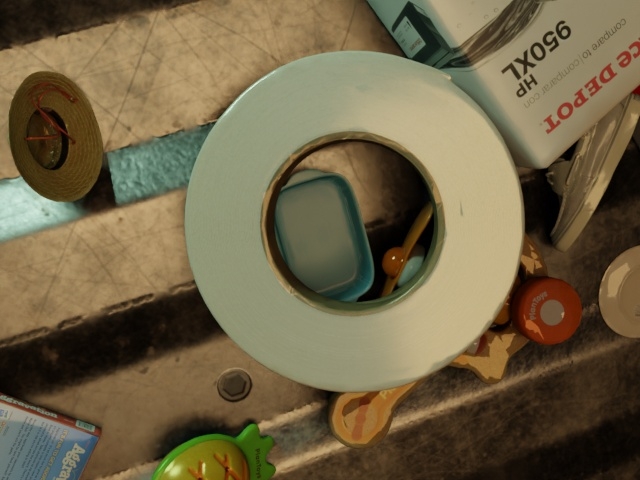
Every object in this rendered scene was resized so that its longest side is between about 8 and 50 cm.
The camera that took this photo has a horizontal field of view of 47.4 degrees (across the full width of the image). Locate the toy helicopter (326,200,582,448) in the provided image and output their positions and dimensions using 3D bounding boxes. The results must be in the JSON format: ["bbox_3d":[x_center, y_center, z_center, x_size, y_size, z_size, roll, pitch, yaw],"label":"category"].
[{"bbox_3d":[0.134,0.112,0.929,0.355,0.140,0.235,-45,99,-4],"label":"toy helicopter"}]

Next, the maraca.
[{"bbox_3d":[-0.134,0.304,0.926,0.185,0.099,0.127,-12,107,-38],"label":"maraca"}]

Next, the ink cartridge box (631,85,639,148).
[{"bbox_3d":[0.584,-0.206,0.980,0.309,0.130,0.272,-39,105,-4],"label":"ink cartridge box"}]

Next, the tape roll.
[{"bbox_3d":[0.038,-0.021,0.846,0.391,0.072,0.392,0,95,5],"label":"tape roll"}]

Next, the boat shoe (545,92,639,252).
[{"bbox_3d":[0.348,-0.096,0.975,0.081,0.079,0.228,25,112,17],"label":"boat shoe"}]

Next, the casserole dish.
[{"bbox_3d":[0.000,0.000,0.928,0.114,0.037,0.189,-18,103,-9],"label":"casserole dish"}]

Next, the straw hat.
[{"bbox_3d":[-0.314,-0.112,0.816,0.061,0.144,0.145,-3,104,26],"label":"straw hat"}]

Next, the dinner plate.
[{"bbox_3d":[0.473,0.076,1.067,0.141,0.017,0.141,-3,102,-12],"label":"dinner plate"}]

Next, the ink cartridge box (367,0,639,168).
[{"bbox_3d":[0.222,-0.323,0.852,0.285,0.166,0.395,-41,107,-3],"label":"ink cartridge box"}]

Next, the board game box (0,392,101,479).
[{"bbox_3d":[-0.397,0.336,0.902,0.145,0.027,0.281,26,94,-15],"label":"board game box"}]
